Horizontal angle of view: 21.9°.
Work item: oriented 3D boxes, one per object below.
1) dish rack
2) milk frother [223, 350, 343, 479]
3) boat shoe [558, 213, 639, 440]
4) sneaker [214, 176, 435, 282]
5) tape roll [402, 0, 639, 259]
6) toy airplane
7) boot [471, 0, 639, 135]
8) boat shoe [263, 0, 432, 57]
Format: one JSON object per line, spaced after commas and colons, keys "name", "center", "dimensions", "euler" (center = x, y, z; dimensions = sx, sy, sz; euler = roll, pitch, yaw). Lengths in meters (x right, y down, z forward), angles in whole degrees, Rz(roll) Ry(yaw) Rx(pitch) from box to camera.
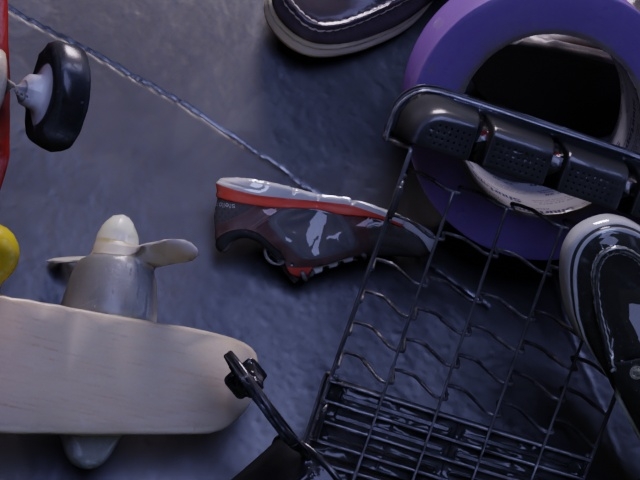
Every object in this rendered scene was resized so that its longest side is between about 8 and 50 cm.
{"name": "dish rack", "center": [0.110, 0.055, 1.076], "dimensions": [0.208, 0.074, 0.272], "euler": [18, 98, -5]}
{"name": "milk frother", "center": [-0.059, 0.161, 0.994], "dimensions": [0.134, 0.129, 0.143], "euler": [-37, 88, -25]}
{"name": "boat shoe", "center": [0.217, 0.085, 1.014], "dimensions": [0.077, 0.070, 0.219], "euler": [-28, 100, 2]}
{"name": "sneaker", "center": [0.000, 0.000, 1.142], "dimensions": [0.158, 0.061, 0.065], "euler": [12, 90, -5]}
{"name": "tape roll", "center": [0.151, -0.087, 1.130], "dimensions": [0.189, 0.080, 0.189], "euler": [0, 107, 0]}
{"name": "toy airplane", "center": [-0.270, 0.043, 0.971], "dimensions": [0.384, 0.272, 0.386], "euler": [-37, 113, -14]}
{"name": "boot", "center": [0.232, -0.195, 1.267], "dimensions": [0.263, 0.091, 0.229], "euler": [4, 57, -11]}
{"name": "boat shoe", "center": [0.080, -0.235, 1.240], "dimensions": [0.285, 0.092, 0.103], "euler": [-30, 74, -23]}
